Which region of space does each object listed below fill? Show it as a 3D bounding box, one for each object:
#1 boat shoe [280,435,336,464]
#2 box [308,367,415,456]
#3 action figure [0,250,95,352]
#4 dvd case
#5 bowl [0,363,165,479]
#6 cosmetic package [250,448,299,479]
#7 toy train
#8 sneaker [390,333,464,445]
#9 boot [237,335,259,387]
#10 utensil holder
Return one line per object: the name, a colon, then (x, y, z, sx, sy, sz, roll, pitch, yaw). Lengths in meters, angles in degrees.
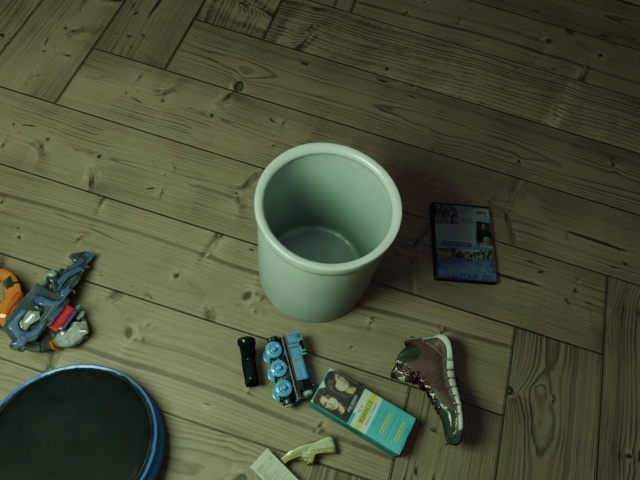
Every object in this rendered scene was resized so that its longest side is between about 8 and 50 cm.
boat shoe: (-0.026, 0.505, 1.323, 0.135, 0.050, 0.045, -17, 61, -14)
box: (0.101, 0.421, 1.374, 0.244, 0.060, 0.101, 29, 64, 8)
action figure: (-0.713, 0.153, 1.393, 0.330, 0.179, 0.341, 28, 36, 0)
dvd case: (0.416, 0.006, 1.642, 0.180, 0.022, 0.253, 5, 63, -4)
bowl: (-0.544, 0.452, 1.228, 0.391, 0.077, 0.391, 6, 51, -8)
cosmetic package: (-0.104, 0.546, 1.298, 0.115, 0.041, 0.060, 42, 67, 14)
toy train: (-0.078, 0.319, 1.396, 0.105, 0.080, 0.184, -10, 65, -18)
sneaker: (0.260, 0.373, 1.406, 0.162, 0.106, 0.281, -1, 54, -1)
boot: (-0.176, 0.300, 1.372, 0.045, 0.121, 0.099, -7, 58, -7)
utensil holder: (0.000, 0.000, 1.392, 0.327, 0.385, 0.328, 3, 64, -5)
